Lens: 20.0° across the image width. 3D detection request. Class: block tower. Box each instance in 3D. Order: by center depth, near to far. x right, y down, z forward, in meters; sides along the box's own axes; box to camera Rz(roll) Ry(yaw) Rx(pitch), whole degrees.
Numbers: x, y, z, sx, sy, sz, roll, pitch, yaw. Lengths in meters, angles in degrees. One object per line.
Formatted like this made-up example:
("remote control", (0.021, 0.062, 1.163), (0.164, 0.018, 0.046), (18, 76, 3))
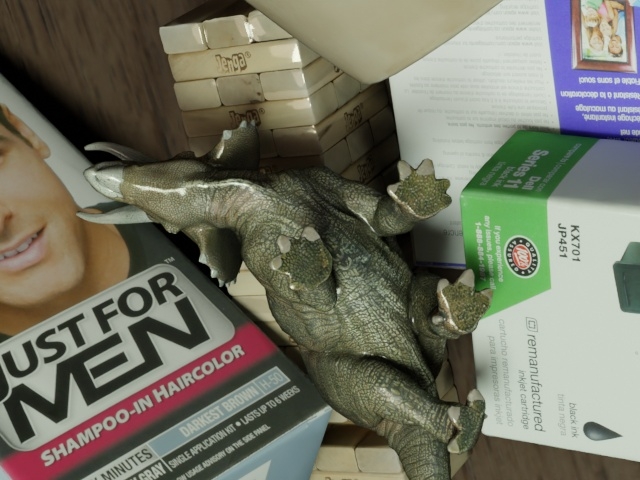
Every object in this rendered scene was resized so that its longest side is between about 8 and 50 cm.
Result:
("block tower", (0.000, 0.000, 1.076), (0.091, 0.097, 0.335), (-3, 111, 30))

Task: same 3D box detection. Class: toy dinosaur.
("toy dinosaur", (0.021, 0.038, 0.967), (0.313, 0.121, 0.160), (47, 165, -13))

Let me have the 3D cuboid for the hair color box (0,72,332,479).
("hair color box", (-0.190, 0.047, 1.086), (0.374, 0.185, 0.113), (43, 140, 25))

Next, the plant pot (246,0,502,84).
("plant pot", (0.008, -0.237, 0.823), (0.323, 0.323, 0.280), (-34, 99, 37))

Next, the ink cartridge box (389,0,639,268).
("ink cartridge box", (0.134, -0.081, 0.988), (0.206, 0.045, 0.208), (4, 116, 28))

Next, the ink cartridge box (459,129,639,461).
("ink cartridge box", (0.187, 0.035, 0.934), (0.208, 0.087, 0.153), (6, 118, 28))
